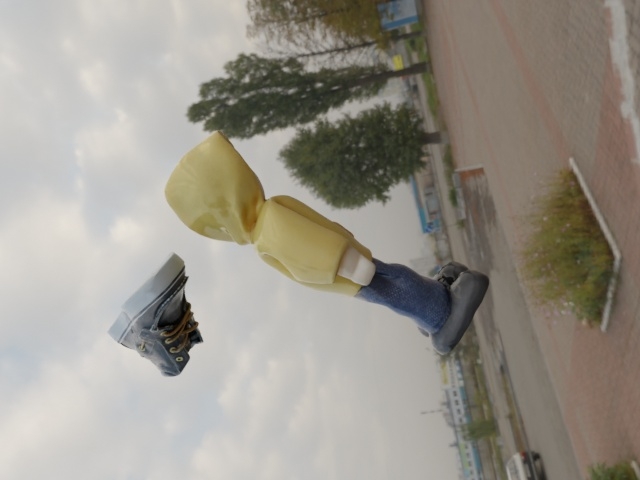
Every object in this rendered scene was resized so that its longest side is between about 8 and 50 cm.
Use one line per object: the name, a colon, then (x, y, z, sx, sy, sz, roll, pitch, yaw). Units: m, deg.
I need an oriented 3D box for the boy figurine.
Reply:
boy figurine: (0.000, 0.000, 0.493, 0.092, 0.285, 0.177, -61, 3, 4)

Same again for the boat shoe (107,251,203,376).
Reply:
boat shoe: (-0.142, 0.076, 0.512, 0.083, 0.183, 0.065, 40, -126, -7)
